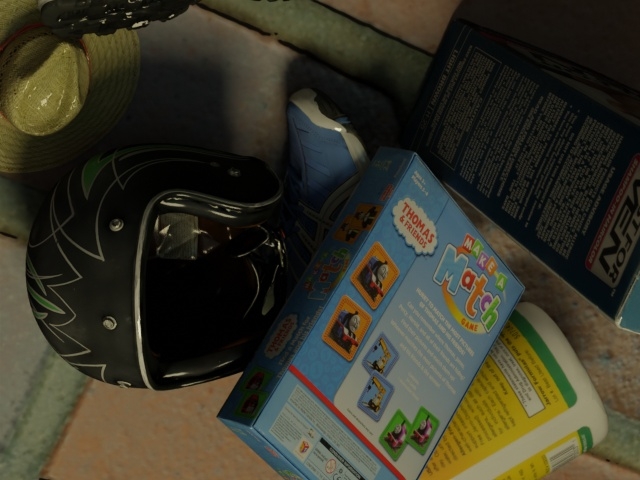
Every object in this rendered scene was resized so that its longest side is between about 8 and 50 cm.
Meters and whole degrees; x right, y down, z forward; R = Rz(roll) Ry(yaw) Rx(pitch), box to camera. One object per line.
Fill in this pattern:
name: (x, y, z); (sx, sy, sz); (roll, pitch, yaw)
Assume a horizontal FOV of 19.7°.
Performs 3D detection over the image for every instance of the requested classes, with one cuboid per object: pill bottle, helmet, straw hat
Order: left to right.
straw hat: (-0.176, -0.101, 1.168); (0.144, 0.061, 0.144); (-6, 111, -15)
helmet: (-0.108, 0.016, 1.172); (0.162, 0.169, 0.169); (-10, 112, -21)
pill bottle: (0.089, 0.142, 1.315); (0.208, 0.117, 0.117); (-30, 116, -6)

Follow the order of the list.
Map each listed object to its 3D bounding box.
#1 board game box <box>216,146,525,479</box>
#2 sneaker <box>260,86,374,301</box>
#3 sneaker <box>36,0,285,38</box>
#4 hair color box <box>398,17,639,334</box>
board game box: (0.039, 0.070, 1.204); (0.160, 0.039, 0.211); (48, 66, -39)
sneaker: (0.000, 0.000, 1.253); (0.081, 0.080, 0.211); (-16, 113, -16)
sneaker: (-0.052, -0.204, 1.153); (0.272, 0.100, 0.108); (-12, 82, -23)
hair color box: (0.197, -0.030, 1.158); (0.174, 0.347, 0.105); (18, 103, -24)
